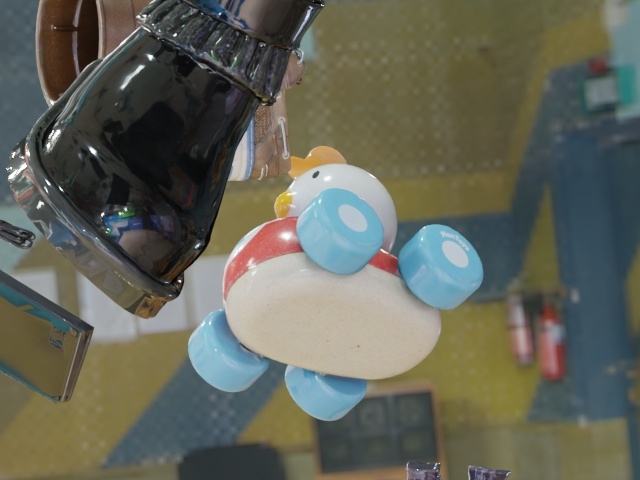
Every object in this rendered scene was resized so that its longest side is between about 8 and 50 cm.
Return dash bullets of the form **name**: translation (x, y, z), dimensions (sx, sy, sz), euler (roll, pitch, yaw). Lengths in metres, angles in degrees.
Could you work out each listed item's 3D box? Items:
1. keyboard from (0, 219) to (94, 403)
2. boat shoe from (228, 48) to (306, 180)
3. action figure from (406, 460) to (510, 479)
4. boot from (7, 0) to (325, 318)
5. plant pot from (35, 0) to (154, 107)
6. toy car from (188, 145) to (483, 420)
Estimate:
- **keyboard**: translation (-0.376, 0.028, 1.965), dimensions (0.317, 0.201, 0.033), euler (30, 38, 12)
- **boat shoe**: translation (-0.050, -0.140, 1.507), dimensions (0.066, 0.183, 0.066), euler (1, 5, -21)
- **action figure**: translation (0.131, 0.368, 1.857), dimensions (0.185, 0.285, 0.099), euler (5, -6, 7)
- **boot**: translation (-0.065, -0.122, 1.188), dimensions (0.260, 0.131, 0.348), euler (-44, 19, 18)
- **plant pot**: translation (-0.188, -0.207, 1.914), dimensions (0.165, 0.167, 0.167), euler (-2, -3, -32)
- **toy car**: translation (0.000, 0.000, 1.694), dimensions (0.210, 0.238, 0.219), euler (19, -49, -30)
